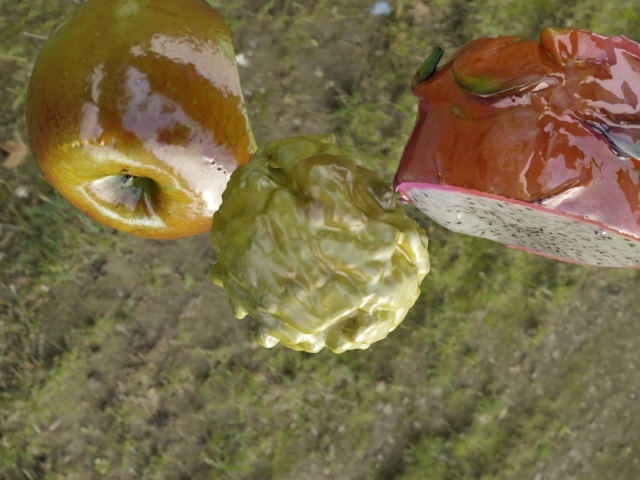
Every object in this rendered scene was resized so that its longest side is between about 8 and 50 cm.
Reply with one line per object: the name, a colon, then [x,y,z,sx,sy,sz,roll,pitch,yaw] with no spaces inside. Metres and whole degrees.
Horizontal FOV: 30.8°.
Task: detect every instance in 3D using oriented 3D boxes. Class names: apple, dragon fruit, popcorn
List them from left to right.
apple: [-0.251,-0.197,1.772,0.384,0.374,0.374,32,89,-30]
popcorn: [0.001,0.002,1.272,0.225,0.249,0.249,-32,134,-63]
dragon fruit: [0.209,-0.094,1.075,0.291,0.291,0.189,20,80,-42]
